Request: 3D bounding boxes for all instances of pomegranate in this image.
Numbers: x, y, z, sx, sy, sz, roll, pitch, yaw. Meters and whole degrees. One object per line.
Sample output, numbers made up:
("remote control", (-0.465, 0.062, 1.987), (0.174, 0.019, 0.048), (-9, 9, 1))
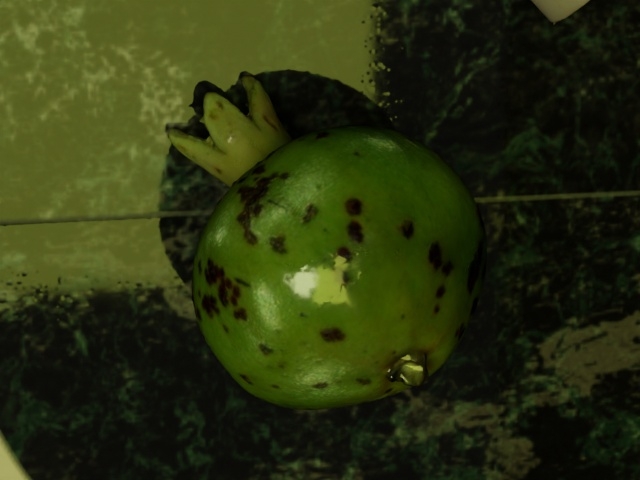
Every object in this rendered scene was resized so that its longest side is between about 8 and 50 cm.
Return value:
("pomegranate", (0.000, 0.000, 1.263), (0.211, 0.211, 0.263), (-33, 65, -1))

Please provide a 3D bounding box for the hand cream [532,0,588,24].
("hand cream", (0.113, -0.267, 1.267), (0.133, 0.083, 0.248), (-39, 98, 0))
